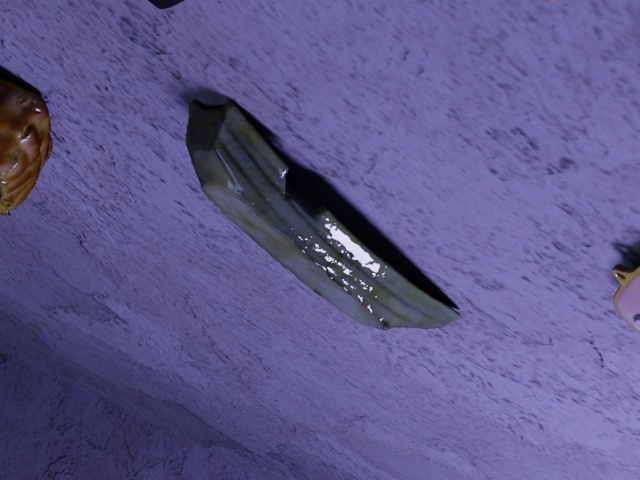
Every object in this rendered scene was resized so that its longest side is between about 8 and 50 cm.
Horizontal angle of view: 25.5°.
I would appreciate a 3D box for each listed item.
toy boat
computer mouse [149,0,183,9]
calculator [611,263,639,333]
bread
[{"bbox_3d":[0.000,0.000,1.115,0.293,0.055,0.093,41,163,-31],"label":"toy boat"},{"bbox_3d":[-0.111,-0.209,0.654,0.264,0.088,0.147,33,146,-7],"label":"computer mouse"},{"bbox_3d":[0.289,0.075,0.891,0.236,0.033,0.157,31,164,6],"label":"calculator"},{"bbox_3d":[-0.353,-0.116,1.305,0.222,0.096,0.181,28,163,3],"label":"bread"}]
